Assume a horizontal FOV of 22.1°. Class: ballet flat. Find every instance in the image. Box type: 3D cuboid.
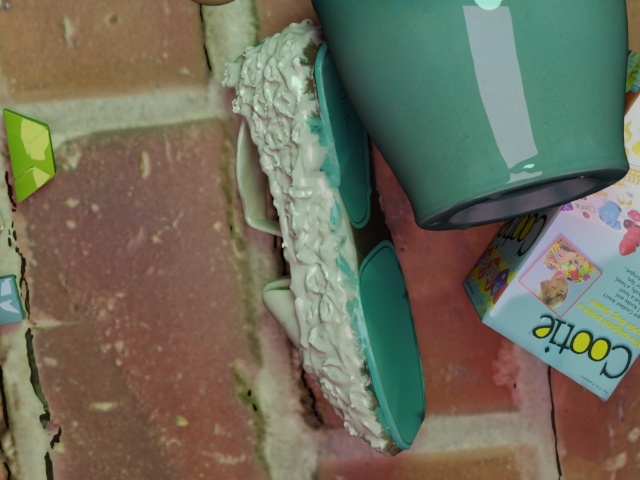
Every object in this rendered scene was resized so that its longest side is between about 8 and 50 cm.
[{"bbox_3d":[0.000,0.000,1.519,0.147,0.147,0.409,-11,100,0],"label":"ballet flat"}]

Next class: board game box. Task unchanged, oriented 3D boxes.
[{"bbox_3d":[0.271,-0.018,1.503,0.144,0.142,0.275,33,99,-9],"label":"board game box"}]

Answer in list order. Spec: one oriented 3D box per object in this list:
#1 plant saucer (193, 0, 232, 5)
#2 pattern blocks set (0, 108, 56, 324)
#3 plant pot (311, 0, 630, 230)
[{"bbox_3d":[-0.099,-0.257,1.498,0.083,0.015,0.083,-1,102,-2],"label":"plant saucer"},{"bbox_3d":[-0.389,-0.066,1.520,0.285,0.026,0.325,-1,102,-2],"label":"pattern blocks set"},{"bbox_3d":[0.138,-0.151,1.363,0.271,0.271,0.255,-14,81,0],"label":"plant pot"}]
